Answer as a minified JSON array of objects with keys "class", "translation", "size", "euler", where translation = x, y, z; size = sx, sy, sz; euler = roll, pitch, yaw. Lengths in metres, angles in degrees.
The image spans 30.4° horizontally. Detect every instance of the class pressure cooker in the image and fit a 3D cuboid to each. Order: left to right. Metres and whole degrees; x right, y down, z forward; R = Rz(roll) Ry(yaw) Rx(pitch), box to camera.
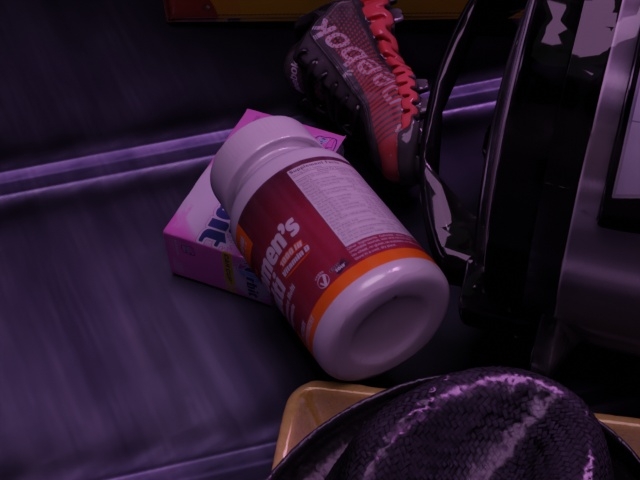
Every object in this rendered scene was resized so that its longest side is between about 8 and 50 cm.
[{"class":"pressure cooker","translation":[0.291,-0.075,0.948],"size":[0.420,0.375,0.370],"euler":[14,36,14]}]

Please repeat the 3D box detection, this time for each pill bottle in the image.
[{"class":"pill bottle","translation":[0.000,0.000,0.971],"size":[0.121,0.121,0.221],"euler":[-25,50,-17]}]

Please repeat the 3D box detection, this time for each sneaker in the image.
[{"class":"sneaker","translation":[0.035,-0.151,1.196],"size":[0.135,0.097,0.276],"euler":[-9,47,-5]}]

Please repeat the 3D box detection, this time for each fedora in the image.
[{"class":"fedora","translation":[0.085,0.193,0.755],"size":[0.334,0.152,0.334],"euler":[-2,49,2]}]

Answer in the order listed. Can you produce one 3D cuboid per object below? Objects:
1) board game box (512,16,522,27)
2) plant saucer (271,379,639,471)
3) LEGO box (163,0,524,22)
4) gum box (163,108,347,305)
[{"class":"board game box","translation":[0.250,-0.284,1.349],"size":[0.090,0.020,0.090],"euler":[-17,50,-10]},{"class":"plant saucer","translation":[0.114,0.273,0.836],"size":[0.333,0.081,0.333],"euler":[6,50,8]},{"class":"LEGO box","translation":[0.059,-0.432,1.239],"size":[0.500,0.372,0.193],"euler":[1,50,7]},{"class":"gum box","translation":[-0.056,-0.039,1.125],"size":[0.107,0.062,0.188],"euler":[17,52,17]}]
